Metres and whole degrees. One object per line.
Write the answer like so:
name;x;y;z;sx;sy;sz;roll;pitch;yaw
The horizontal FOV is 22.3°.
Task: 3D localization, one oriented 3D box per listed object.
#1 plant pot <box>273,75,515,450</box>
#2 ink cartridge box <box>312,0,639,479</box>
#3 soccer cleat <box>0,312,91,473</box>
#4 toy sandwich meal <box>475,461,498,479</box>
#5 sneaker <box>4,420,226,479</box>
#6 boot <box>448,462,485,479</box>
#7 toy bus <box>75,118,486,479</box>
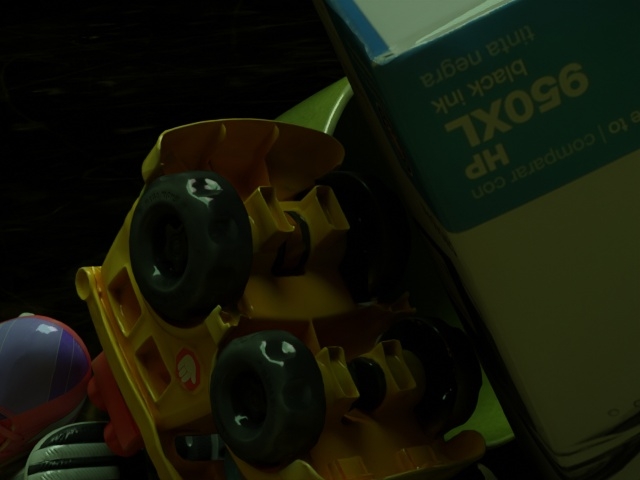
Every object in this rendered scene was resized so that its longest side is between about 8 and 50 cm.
plant pot;-0.015;0.030;1.192;0.293;0.275;0.275;-14;6;42
ink cartridge box;0.147;-0.005;0.885;0.166;0.395;0.285;-27;25;1
soccer cleat;-0.231;0.131;1.010;0.248;0.083;0.095;-35;16;34
toy sandwich meal;0.077;0.166;1.062;0.085;0.029;0.085;3;18;-1
sneaker;-0.102;0.157;1.047;0.228;0.086;0.132;8;-22;-33
boot;0.005;0.210;0.811;0.222;0.118;0.338;-9;5;-7
toy bus;-0.044;0.075;0.896;0.149;0.220;0.211;-1;-35;-44
